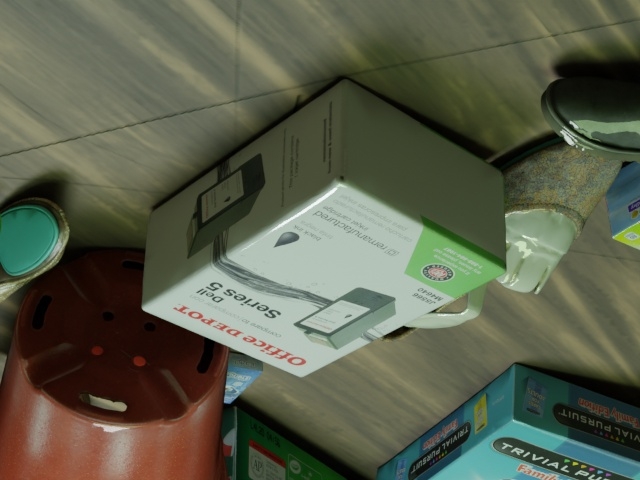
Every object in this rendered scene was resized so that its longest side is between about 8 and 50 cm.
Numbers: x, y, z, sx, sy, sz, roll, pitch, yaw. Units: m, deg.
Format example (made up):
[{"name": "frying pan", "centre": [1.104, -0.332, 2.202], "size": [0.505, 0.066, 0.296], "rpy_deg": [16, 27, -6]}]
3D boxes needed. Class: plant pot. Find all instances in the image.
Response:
[{"name": "plant pot", "centre": [-0.206, 0.166, 1.588], "size": [0.272, 0.272, 0.265], "rpy_deg": [3, 142, -12]}]

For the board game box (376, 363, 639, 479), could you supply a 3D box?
[{"name": "board game box", "centre": [0.253, 0.288, 1.963], "size": [0.253, 0.079, 0.336], "rpy_deg": [20, 144, -18]}]

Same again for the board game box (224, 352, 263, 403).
[{"name": "board game box", "centre": [-0.123, 0.149, 1.783], "size": [0.090, 0.020, 0.090], "rpy_deg": [12, 145, -24]}]

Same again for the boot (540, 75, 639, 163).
[{"name": "boot", "centre": [0.300, -0.140, 1.273], "size": [0.189, 0.076, 0.208], "rpy_deg": [12, 146, -15]}]

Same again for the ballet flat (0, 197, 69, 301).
[{"name": "ballet flat", "centre": [-0.285, 0.012, 1.502], "size": [0.206, 0.073, 0.067], "rpy_deg": [-26, 170, 38]}]

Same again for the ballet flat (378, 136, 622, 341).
[{"name": "ballet flat", "centre": [0.156, 0.013, 1.490], "size": [0.107, 0.106, 0.316], "rpy_deg": [22, 141, -34]}]

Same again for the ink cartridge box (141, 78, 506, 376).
[{"name": "ink cartridge box", "centre": [0.000, 0.000, 1.432], "size": [0.198, 0.115, 0.273], "rpy_deg": [26, 139, -33]}]

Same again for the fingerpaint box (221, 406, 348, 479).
[{"name": "fingerpaint box", "centre": [-0.143, 0.391, 2.051], "size": [0.371, 0.163, 0.445], "rpy_deg": [-17, 146, 26]}]

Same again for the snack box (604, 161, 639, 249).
[{"name": "snack box", "centre": [0.391, -0.036, 1.466], "size": [0.207, 0.070, 0.174], "rpy_deg": [18, 143, -35]}]

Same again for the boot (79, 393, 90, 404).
[{"name": "boot", "centre": [-0.305, 0.217, 1.849], "size": [0.084, 0.059, 0.158], "rpy_deg": [8, 150, -9]}]
